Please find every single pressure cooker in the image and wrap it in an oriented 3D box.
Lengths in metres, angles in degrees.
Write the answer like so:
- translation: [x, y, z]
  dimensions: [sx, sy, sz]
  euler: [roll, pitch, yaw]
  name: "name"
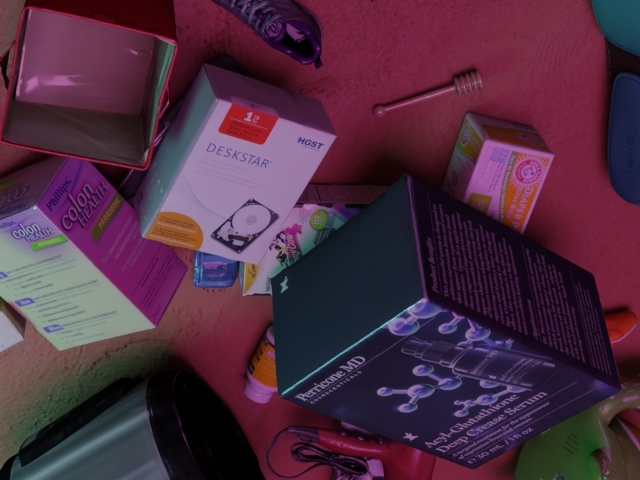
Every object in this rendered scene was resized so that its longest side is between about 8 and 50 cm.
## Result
- translation: [-0.304, 0.436, 1.789]
  dimensions: [0.420, 0.375, 0.370]
  euler: [-31, 122, 7]
  name: "pressure cooker"

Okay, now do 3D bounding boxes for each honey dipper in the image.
- translation: [0.153, -0.208, 1.713]
  dimensions: [0.160, 0.030, 0.030]
  euler: [-17, 120, 5]
  name: "honey dipper"

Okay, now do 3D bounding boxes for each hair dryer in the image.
- translation: [0.080, 0.339, 1.899]
  dimensions: [0.293, 0.080, 0.223]
  euler: [-37, 117, 12]
  name: "hair dryer"

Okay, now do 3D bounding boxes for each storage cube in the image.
- translation: [-0.297, -0.226, 1.529]
  dimensions: [0.214, 0.193, 0.184]
  euler: [11, 116, -14]
  name: "storage cube"

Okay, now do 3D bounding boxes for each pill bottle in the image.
- translation: [-0.077, 0.196, 1.871]
  dimensions: [0.065, 0.065, 0.116]
  euler: [19, 113, -19]
  name: "pill bottle"

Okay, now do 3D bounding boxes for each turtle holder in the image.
- translation: [0.458, 0.377, 1.994]
  dimensions: [0.227, 0.243, 0.321]
  euler: [11, 77, -32]
  name: "turtle holder"

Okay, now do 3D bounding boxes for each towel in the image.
- translation: [-0.154, 0.017, 1.780]
  dimensions: [0.067, 0.029, 0.120]
  euler: [1, 118, -10]
  name: "towel"

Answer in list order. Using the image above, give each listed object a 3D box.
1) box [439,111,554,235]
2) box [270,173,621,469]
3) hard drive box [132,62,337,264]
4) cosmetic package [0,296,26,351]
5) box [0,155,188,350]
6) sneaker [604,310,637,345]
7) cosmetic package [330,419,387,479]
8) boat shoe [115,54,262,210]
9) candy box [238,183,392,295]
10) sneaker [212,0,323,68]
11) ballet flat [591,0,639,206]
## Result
- translation: [0.246, -0.070, 1.758]
  dimensions: [0.114, 0.103, 0.203]
  euler: [10, 117, -15]
  name: "box"
- translation: [0.174, 0.130, 1.692]
  dimensions: [0.395, 0.212, 0.293]
  euler: [25, 134, -32]
  name: "box"
- translation: [-0.117, -0.096, 1.579]
  dimensions: [0.181, 0.089, 0.232]
  euler: [14, 123, -29]
  name: "hard drive box"
- translation: [-0.456, 0.102, 1.726]
  dimensions: [0.041, 0.115, 0.060]
  euler: [-27, 120, 6]
  name: "cosmetic package"
- translation: [-0.349, 0.019, 1.645]
  dimensions: [0.213, 0.117, 0.243]
  euler: [-16, 127, 39]
  name: "box"
- translation: [0.428, 0.143, 1.932]
  dimensions: [0.175, 0.064, 0.067]
  euler: [-17, 110, -4]
  name: "sneaker"
- translation: [0.074, 0.326, 1.972]
  dimensions: [0.098, 0.060, 0.239]
  euler: [-3, 119, -9]
  name: "cosmetic package"
- translation: [-0.204, -0.129, 1.673]
  dimensions: [0.319, 0.116, 0.099]
  euler: [-41, 74, 21]
  name: "boat shoe"
- translation: [0.000, 0.000, 1.774]
  dimensions: [0.233, 0.071, 0.159]
  euler: [0, 119, -9]
  name: "candy box"
- translation: [-0.079, -0.312, 1.572]
  dimensions: [0.223, 0.098, 0.083]
  euler: [32, 109, -24]
  name: "sneaker"
- translation: [0.481, -0.270, 1.680]
  dimensions: [0.182, 0.164, 0.483]
  euler: [-29, 128, -18]
  name: "ballet flat"
